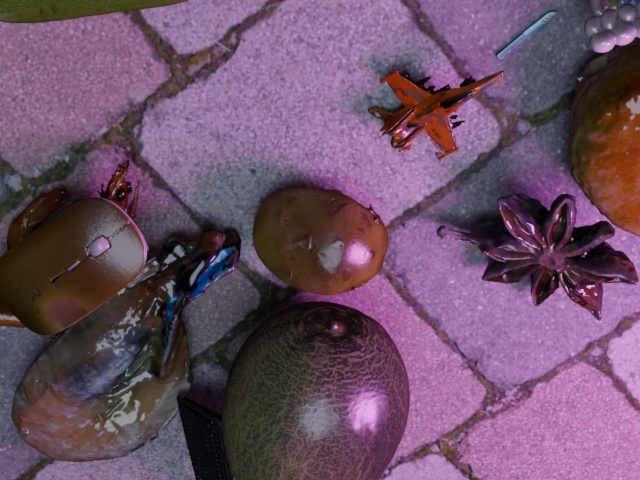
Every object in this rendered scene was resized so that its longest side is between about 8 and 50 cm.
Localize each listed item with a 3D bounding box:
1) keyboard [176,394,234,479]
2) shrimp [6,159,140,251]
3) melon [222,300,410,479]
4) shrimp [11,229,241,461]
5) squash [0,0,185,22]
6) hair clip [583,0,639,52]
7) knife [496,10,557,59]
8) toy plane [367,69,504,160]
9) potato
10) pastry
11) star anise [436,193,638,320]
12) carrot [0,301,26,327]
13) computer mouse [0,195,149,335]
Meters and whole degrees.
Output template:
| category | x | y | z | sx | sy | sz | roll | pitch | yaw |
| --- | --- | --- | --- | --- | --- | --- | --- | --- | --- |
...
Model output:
| category | x | y | z | sx | sy | sz | roll | pitch | yaw |
| --- | --- | --- | --- | --- | --- | --- | --- | --- | --- |
| keyboard | -0.156 | 0.315 | 1.760 | 0.094 | 0.025 | 0.230 | 24 | 139 | 31 |
| shrimp | -0.314 | -0.012 | 1.604 | 0.150 | 0.068 | 0.248 | 36 | 117 | -13 |
| melon | -0.009 | 0.230 | 1.641 | 0.249 | 0.248 | 0.329 | 10 | 128 | -7 |
| shrimp | -0.250 | 0.155 | 1.678 | 0.221 | 0.110 | 0.445 | 28 | 118 | -26 |
| squash | -0.222 | -0.312 | 1.420 | 0.379 | 0.101 | 0.101 | -11 | 119 | 3 |
| hair clip | 0.405 | -0.305 | 1.444 | 0.220 | 0.054 | 0.140 | -13 | 79 | 1 |
| knife | 0.253 | -0.252 | 1.517 | 0.091 | 0.005 | 0.014 | -40 | 112 | 18 |
| toy plane | 0.150 | -0.170 | 1.521 | 0.188 | 0.062 | 0.135 | -31 | 113 | 29 |
| potato | 0.000 | 0.000 | 1.584 | 0.176 | 0.137 | 0.137 | 4 | 119 | -1 |
| pastry | 0.462 | -0.125 | 1.519 | 0.330 | 0.136 | 0.329 | -1 | 120 | -2 |
| star anise | 0.283 | 0.007 | 1.602 | 0.262 | 0.081 | 0.230 | 16 | 148 | 12 |
| carrot | -0.468 | 0.093 | 1.670 | 0.248 | 0.043 | 0.043 | 8 | 118 | -8 |
| computer mouse | -0.325 | 0.037 | 1.569 | 0.245 | 0.056 | 0.126 | -31 | 103 | 29 |
